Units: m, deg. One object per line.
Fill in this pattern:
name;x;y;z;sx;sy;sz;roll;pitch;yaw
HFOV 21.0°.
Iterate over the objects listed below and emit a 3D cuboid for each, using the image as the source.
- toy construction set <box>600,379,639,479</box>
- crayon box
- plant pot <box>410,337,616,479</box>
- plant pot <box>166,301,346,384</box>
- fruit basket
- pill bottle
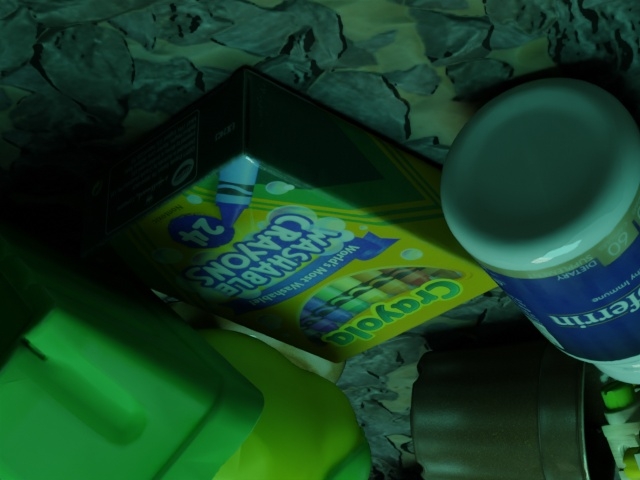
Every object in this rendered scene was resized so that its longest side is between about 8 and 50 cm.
toy construction set;0.377;0.140;1.493;0.215;0.151;0.327;-29;177;-46
crayon box;0.000;0.000;1.376;0.323;0.083;0.203;24;142;-35
plant pot;0.177;0.161;1.589;0.165;0.167;0.167;-2;150;20
plant pot;-0.093;0.125;1.638;0.236;0.032;0.236;0;149;0
fruit basket;-0.152;0.160;1.364;0.283;0.392;0.392;-50;140;-3
pill bottle;0.209;0.003;1.313;0.153;0.153;0.264;-15;147;24
